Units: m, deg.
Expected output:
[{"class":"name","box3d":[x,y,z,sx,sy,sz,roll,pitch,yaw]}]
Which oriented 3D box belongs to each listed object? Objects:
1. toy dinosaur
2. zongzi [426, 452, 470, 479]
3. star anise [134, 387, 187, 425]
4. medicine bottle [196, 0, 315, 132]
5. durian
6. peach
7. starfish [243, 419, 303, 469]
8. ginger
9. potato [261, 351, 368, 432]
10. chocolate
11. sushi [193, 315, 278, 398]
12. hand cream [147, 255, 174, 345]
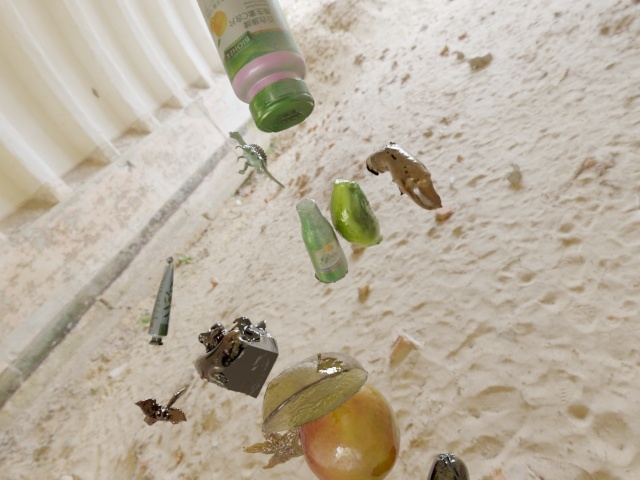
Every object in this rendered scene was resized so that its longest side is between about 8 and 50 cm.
[{"class":"toy dinosaur","box3d":[-0.166,-0.214,1.163,0.044,0.188,0.106,-35,49,42]},{"class":"zongzi","box3d":[0.397,0.746,1.159,0.300,0.138,0.286,4,54,47]},{"class":"star anise","box3d":[-0.471,0.498,1.360,0.140,0.159,0.144,113,174,-52]},{"class":"medicine bottle","box3d":[-0.107,-0.327,0.748,0.134,0.274,0.133,-23,-6,-2]},{"class":"durian","box3d":[0.106,-0.067,1.278,0.139,0.250,0.101,-42,25,-24]},{"class":"peach","box3d":[0.076,0.565,1.315,0.308,0.332,0.308,-48,1,1]},{"class":"starfish","box3d":[-0.158,0.753,1.622,0.302,0.299,0.060,-43,18,20]},{"class":"ginger","box3d":[0.245,-0.206,1.326,0.107,0.132,0.309,-8,34,-26]},{"class":"potato","box3d":[-0.021,0.327,1.015,0.239,0.299,0.115,-45,60,23]},{"class":"chocolate","box3d":[0.000,0.000,1.227,0.110,0.291,0.110,-10,48,11]},{"class":"sushi","box3d":[-0.276,0.354,1.345,0.215,0.213,0.227,-64,23,9]},{"class":"hand cream","box3d":[-0.457,0.173,1.273,0.088,0.055,0.255,-14,70,63]}]
